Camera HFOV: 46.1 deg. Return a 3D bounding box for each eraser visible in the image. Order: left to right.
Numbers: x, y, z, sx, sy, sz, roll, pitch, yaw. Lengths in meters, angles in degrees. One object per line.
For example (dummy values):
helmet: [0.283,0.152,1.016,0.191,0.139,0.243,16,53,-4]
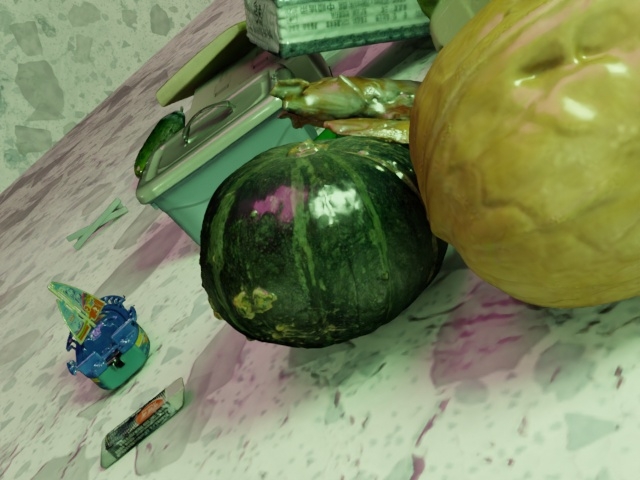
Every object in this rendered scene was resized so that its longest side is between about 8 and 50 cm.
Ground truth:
eraser: [-0.154,0.156,0.648,0.099,0.019,0.027,-38,23,0]

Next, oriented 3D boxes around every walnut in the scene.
walnut: [0.158,-0.066,0.414,0.226,0.193,0.193,-42,23,10]

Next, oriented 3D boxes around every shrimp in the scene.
shrimp: [0.052,-0.110,0.625,0.188,0.051,0.132,-1,17,-7]

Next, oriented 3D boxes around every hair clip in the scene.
hair clip: [-0.383,-0.029,1.296,0.115,0.030,0.039,-38,5,-3]

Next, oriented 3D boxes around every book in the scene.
book: [-0.092,-0.337,1.262,0.239,0.035,0.352,-27,6,44]

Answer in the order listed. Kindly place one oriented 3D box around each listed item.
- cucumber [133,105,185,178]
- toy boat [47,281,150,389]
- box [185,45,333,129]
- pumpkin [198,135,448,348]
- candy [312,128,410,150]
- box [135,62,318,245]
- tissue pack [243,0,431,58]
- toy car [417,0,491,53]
cucumber: [-0.303,-0.185,1.430,0.056,0.056,0.250,-24,29,30]
toy boat: [-0.246,0.082,0.800,0.091,0.110,0.175,-43,22,-10]
box: [-0.085,-0.205,1.097,0.203,0.106,0.251,-32,26,11]
pumpkin: [0.001,-0.001,0.546,0.190,0.146,0.190,-4,6,0]
candy: [0.058,-0.100,0.739,0.141,0.078,0.203,-47,30,-18]
box: [-0.107,-0.106,0.913,0.227,0.130,0.162,-33,24,10]
tissue pack: [0.043,-0.301,0.967,0.257,0.081,0.185,-12,23,-14]
toy car: [0.205,-0.193,0.556,0.235,0.235,0.145,-30,52,19]
